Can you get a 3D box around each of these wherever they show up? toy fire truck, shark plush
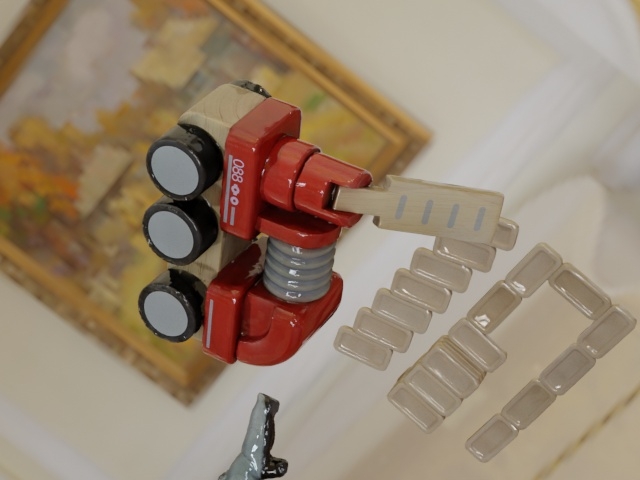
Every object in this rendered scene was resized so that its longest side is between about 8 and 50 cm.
[{"bbox_3d":[0.000,0.000,1.491,0.158,0.246,0.217,-43,-32,-49],"label":"toy fire truck"},{"bbox_3d":[-0.061,0.164,1.022,0.161,0.067,0.073,-61,17,18],"label":"shark plush"}]

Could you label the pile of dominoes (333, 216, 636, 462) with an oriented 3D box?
[{"bbox_3d":[0.153,0.082,1.753,0.251,0.196,0.040,-48,1,33],"label":"pile of dominoes"}]
